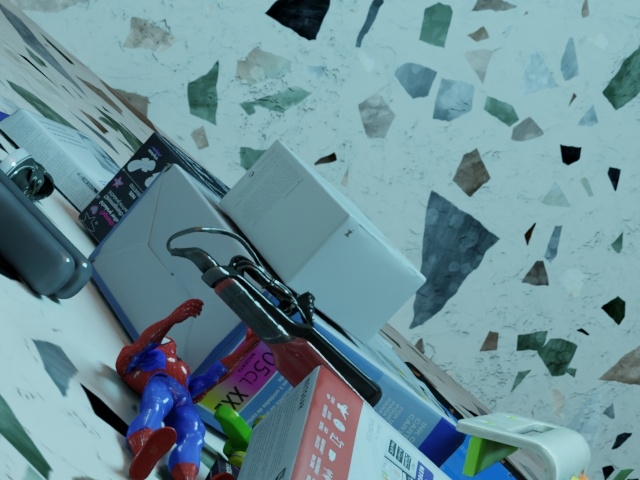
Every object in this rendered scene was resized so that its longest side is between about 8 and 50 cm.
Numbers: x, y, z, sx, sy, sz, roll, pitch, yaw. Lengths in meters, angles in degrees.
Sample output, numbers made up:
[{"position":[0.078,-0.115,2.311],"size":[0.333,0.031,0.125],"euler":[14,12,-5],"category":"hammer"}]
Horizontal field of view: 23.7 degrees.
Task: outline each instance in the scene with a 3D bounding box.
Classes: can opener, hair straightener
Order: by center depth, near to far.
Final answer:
[{"position":[-0.037,0.068,1.293],"size":[0.230,0.047,0.089],"euler":[41,24,-7],"category":"hair straightener"},{"position":[-0.302,-0.072,1.395],"size":[0.283,0.095,0.076],"euler":[44,5,17],"category":"can opener"}]

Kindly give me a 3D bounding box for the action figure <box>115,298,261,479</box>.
[{"position":[-0.099,0.110,1.253],"size":[0.091,0.139,0.280],"euler":[43,2,-18],"category":"action figure"}]

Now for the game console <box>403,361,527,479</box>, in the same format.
[{"position":[0.154,0.328,2.065],"size":[0.293,0.173,0.250],"euler":[44,36,20],"category":"game console"}]

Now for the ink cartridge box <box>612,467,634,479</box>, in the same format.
[{"position":[0.241,0.327,1.489],"size":[0.056,0.235,0.171],"euler":[43,5,16],"category":"ink cartridge box"}]

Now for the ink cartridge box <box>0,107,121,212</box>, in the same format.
[{"position":[-0.312,-0.103,1.922],"size":[0.224,0.045,0.223],"euler":[43,5,11],"category":"ink cartridge box"}]

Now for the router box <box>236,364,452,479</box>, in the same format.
[{"position":[0.066,0.270,1.016],"size":[0.301,0.082,0.335],"euler":[42,18,-9],"category":"router box"}]

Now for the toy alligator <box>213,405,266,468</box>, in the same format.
[{"position":[-0.029,0.217,1.370],"size":[0.190,0.056,0.051],"euler":[40,-37,-9],"category":"toy alligator"}]

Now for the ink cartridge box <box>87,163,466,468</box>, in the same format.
[{"position":[-0.026,0.127,1.590],"size":[0.395,0.151,0.270],"euler":[37,8,-40],"category":"ink cartridge box"}]

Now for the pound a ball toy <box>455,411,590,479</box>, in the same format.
[{"position":[0.210,0.299,1.606],"size":[0.136,0.208,0.319],"euler":[15,-1,18],"category":"pound a ball toy"}]

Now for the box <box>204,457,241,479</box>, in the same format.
[{"position":[-0.015,0.234,1.212],"size":[0.162,0.029,0.116],"euler":[25,7,-10],"category":"box"}]

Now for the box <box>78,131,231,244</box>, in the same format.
[{"position":[-0.134,0.014,1.779],"size":[0.163,0.142,0.247],"euler":[45,4,38],"category":"box"}]

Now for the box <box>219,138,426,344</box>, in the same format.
[{"position":[0.000,0.000,1.497],"size":[0.130,0.091,0.170],"euler":[40,6,-39],"category":"box"}]

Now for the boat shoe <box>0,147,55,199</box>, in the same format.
[{"position":[-0.309,-0.066,1.599],"size":[0.040,0.049,0.142],"euler":[43,2,2],"category":"boat shoe"}]
